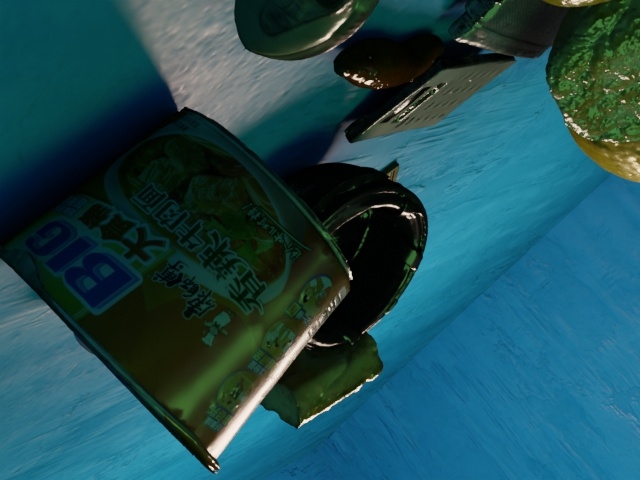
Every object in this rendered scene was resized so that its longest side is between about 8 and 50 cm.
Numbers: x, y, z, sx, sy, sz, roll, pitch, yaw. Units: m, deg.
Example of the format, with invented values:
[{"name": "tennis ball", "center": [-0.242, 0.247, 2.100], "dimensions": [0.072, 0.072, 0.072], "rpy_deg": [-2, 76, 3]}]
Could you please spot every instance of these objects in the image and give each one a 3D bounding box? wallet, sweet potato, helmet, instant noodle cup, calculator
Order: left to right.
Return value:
[{"name": "instant noodle cup", "center": [-0.121, 0.034, 1.199], "dimensions": [0.214, 0.296, 0.296], "rpy_deg": [-45, 169, -11]}, {"name": "helmet", "center": [0.000, 0.000, 1.626], "dimensions": [0.230, 0.160, 0.279], "rpy_deg": [-49, 143, -5]}, {"name": "sweet potato", "center": [0.074, -0.191, 1.425], "dimensions": [0.057, 0.057, 0.264], "rpy_deg": [-45, 170, 25]}, {"name": "calculator", "center": [0.141, -0.181, 1.654], "dimensions": [0.161, 0.021, 0.261], "rpy_deg": [-37, 172, 29]}, {"name": "wallet", "center": [0.311, -0.347, 1.515], "dimensions": [0.342, 0.075, 0.237], "rpy_deg": [-43, 161, 28]}]

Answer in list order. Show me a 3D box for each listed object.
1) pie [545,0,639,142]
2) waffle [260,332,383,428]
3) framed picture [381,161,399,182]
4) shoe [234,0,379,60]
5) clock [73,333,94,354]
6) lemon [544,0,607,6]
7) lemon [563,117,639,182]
[{"name": "pie", "center": [0.396, -0.224, 1.594], "dimensions": [0.274, 0.105, 0.257], "rpy_deg": [17, 119, -35]}, {"name": "waffle", "center": [-0.066, 0.133, 1.739], "dimensions": [0.168, 0.274, 0.057], "rpy_deg": [-29, 130, -36]}, {"name": "framed picture", "center": [0.056, -0.043, 1.982], "dimensions": [0.136, 0.010, 0.201], "rpy_deg": [-36, 166, -10]}, {"name": "shoe", "center": [-0.001, -0.232, 0.976], "dimensions": [0.098, 0.103, 0.275], "rpy_deg": [-4, 148, -36]}, {"name": "clock", "center": [-0.160, 0.030, 1.439], "dimensions": [0.194, 0.100, 0.195], "rpy_deg": [-31, 168, -45]}, {"name": "lemon", "center": [0.241, -0.306, 1.215], "dimensions": [0.178, 0.178, 0.203], "rpy_deg": [-31, 163, -33]}, {"name": "lemon", "center": [0.483, -0.229, 1.857], "dimensions": [0.336, 0.336, 0.336], "rpy_deg": [-37, 167, -10]}]
